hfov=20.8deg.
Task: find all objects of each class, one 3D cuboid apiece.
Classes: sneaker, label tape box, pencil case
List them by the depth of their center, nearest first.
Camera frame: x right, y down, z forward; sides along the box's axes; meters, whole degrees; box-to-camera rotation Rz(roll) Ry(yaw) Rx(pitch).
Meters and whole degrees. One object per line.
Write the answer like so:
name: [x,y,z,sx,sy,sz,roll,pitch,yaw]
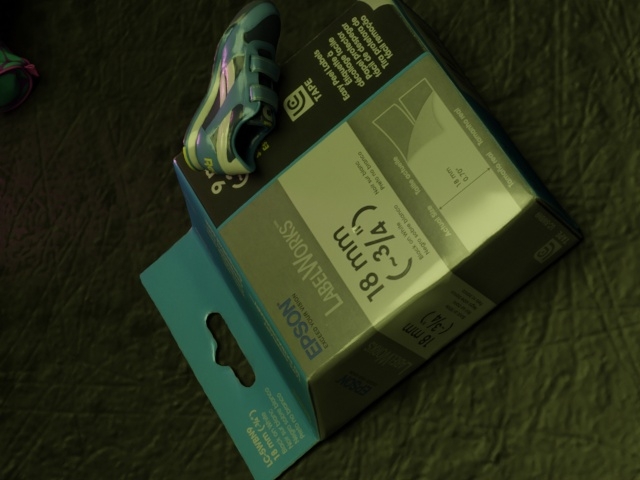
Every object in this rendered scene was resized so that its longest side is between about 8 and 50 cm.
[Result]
sneaker: [-0.055,-0.116,1.359,0.059,0.053,0.144,19,91,34]
label tape box: [0.000,0.000,1.382,0.333,0.106,0.240,-40,60,12]
pencil case: [-0.327,-0.188,1.637,0.070,0.064,0.152,-33,61,-6]
